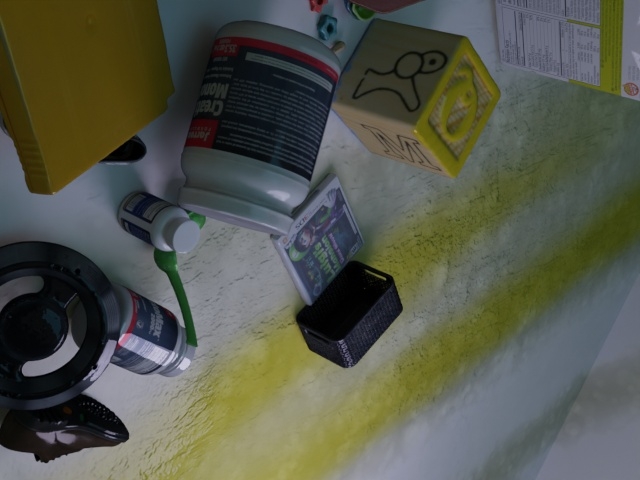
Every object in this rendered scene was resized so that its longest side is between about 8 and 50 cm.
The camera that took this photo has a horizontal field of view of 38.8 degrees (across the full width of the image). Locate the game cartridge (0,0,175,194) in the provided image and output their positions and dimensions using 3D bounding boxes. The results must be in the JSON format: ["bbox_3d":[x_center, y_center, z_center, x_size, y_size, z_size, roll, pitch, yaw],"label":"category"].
[{"bbox_3d":[-0.293,-0.260,1.087,0.285,0.052,0.324,-51,142,-50],"label":"game cartridge"}]

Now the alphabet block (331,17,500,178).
[{"bbox_3d":[0.167,-0.250,1.596,0.193,0.197,0.192,38,79,-52],"label":"alphabet block"}]

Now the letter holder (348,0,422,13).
[{"bbox_3d":[0.074,-0.434,1.190,0.302,0.214,0.152,10,70,-53],"label":"letter holder"}]

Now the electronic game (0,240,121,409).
[{"bbox_3d":[-0.378,0.113,1.193,0.229,0.048,0.229,-5,104,-20],"label":"electronic game"}]

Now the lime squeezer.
[{"bbox_3d":[-0.187,-0.004,1.379,0.059,0.110,0.310,80,27,-70],"label":"lime squeezer"}]

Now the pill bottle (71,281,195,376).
[{"bbox_3d":[-0.270,0.140,1.347,0.180,0.108,0.108,38,78,-52],"label":"pill bottle"}]

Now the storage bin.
[{"bbox_3d":[0.057,0.138,1.724,0.180,0.122,0.084,-46,138,-24],"label":"storage bin"}]

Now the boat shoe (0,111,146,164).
[{"bbox_3d":[-0.315,-0.141,1.184,0.206,0.065,0.075,12,99,-52],"label":"boat shoe"}]

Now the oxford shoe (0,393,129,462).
[{"bbox_3d":[-0.377,0.278,1.331,0.096,0.083,0.227,-50,143,10],"label":"oxford shoe"}]

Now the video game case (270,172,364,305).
[{"bbox_3d":[0.000,0.000,1.668,0.173,0.022,0.190,-48,139,-22],"label":"video game case"}]

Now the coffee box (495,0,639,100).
[{"bbox_3d":[0.570,-0.543,1.815,0.337,0.334,0.338,-45,139,-27],"label":"coffee box"}]

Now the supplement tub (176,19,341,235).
[{"bbox_3d":[-0.091,-0.160,1.312,0.191,0.191,0.272,22,82,-52],"label":"supplement tub"}]

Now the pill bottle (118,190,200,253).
[{"bbox_3d":[-0.229,-0.024,1.301,0.067,0.120,0.067,-26,127,-40],"label":"pill bottle"}]

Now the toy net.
[{"bbox_3d":[0.015,-0.336,1.495,0.122,0.045,0.232,26,88,-53],"label":"toy net"}]
